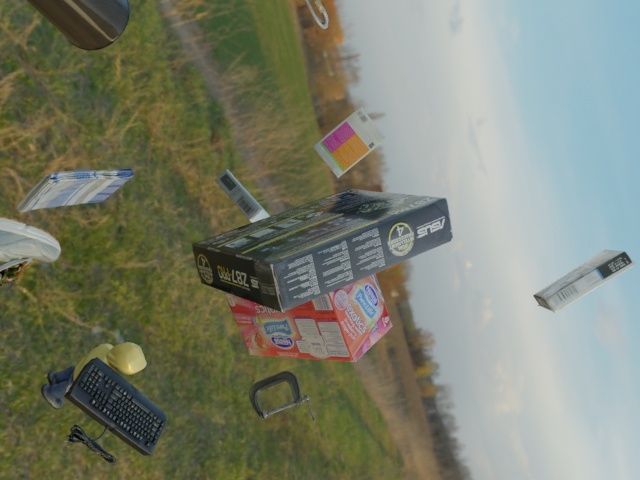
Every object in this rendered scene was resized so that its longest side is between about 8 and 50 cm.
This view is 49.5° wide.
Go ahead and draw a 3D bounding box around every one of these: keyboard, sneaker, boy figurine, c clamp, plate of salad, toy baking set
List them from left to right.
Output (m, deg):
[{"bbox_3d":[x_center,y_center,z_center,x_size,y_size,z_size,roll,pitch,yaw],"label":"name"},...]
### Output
[{"bbox_3d":[-0.574,0.013,1.172,0.262,0.099,0.121,22,74,-43],"label":"sneaker"},{"bbox_3d":[-0.873,0.105,1.884,0.048,0.200,0.200,63,7,-4],"label":"plate of salad"},{"bbox_3d":[-0.594,0.341,1.847,0.177,0.285,0.092,-100,165,-63],"label":"boy figurine"},{"bbox_3d":[-0.521,0.455,1.747,0.317,0.033,0.201,54,51,-37],"label":"keyboard"},{"bbox_3d":[-0.102,0.398,1.725,0.022,0.160,0.137,32,42,-65],"label":"c clamp"},{"bbox_3d":[-0.048,-0.409,1.032,0.197,0.030,0.256,59,10,-4],"label":"toy baking set"}]

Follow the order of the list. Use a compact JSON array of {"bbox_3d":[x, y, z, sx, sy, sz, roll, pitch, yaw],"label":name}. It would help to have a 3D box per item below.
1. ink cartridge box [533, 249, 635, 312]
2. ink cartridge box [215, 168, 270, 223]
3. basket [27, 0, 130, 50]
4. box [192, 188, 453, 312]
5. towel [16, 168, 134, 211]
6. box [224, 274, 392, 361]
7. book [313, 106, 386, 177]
[{"bbox_3d":[0.599,0.092,1.612,0.045,0.206,0.208,58,5,5],"label":"ink cartridge box"},{"bbox_3d":[-0.193,-0.085,2.015,0.189,0.066,0.232,46,-6,29],"label":"ink cartridge box"},{"bbox_3d":[-0.509,-0.503,1.340,0.204,0.154,0.227,44,2,29],"label":"basket"},{"bbox_3d":[0.000,0.000,1.318,0.318,0.395,0.097,7,-66,55],"label":"box"},{"bbox_3d":[-0.694,-0.142,1.976,0.285,0.209,0.034,-13,76,-54],"label":"towel"},{"bbox_3d":[-0.027,0.139,1.393,0.142,0.300,0.154,-33,109,-43],"label":"box"},{"bbox_3d":[0.067,-0.228,1.612,0.096,0.144,0.035,51,7,-4],"label":"book"}]
